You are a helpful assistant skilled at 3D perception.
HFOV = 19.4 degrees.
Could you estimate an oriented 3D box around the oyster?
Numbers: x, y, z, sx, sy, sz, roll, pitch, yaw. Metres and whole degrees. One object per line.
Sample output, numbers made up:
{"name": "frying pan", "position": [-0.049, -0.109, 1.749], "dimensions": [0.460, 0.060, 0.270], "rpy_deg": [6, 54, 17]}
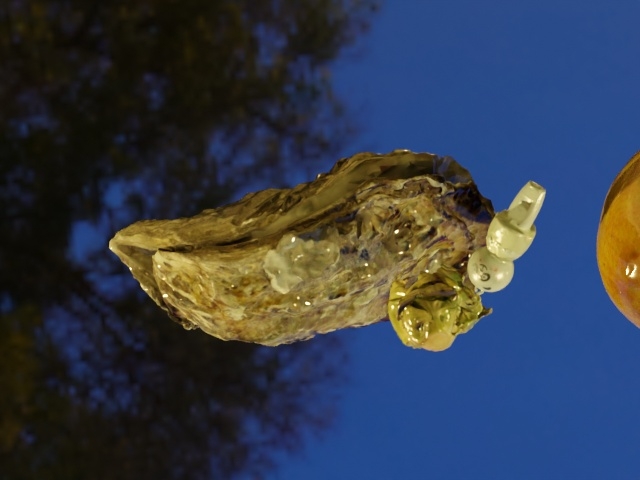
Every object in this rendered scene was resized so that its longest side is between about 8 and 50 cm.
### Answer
{"name": "oyster", "position": [-0.004, 0.004, 1.601], "dimensions": [0.351, 0.162, 0.158], "rpy_deg": [-5, -167, -20]}

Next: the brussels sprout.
{"name": "brussels sprout", "position": [0.088, 0.053, 1.429], "dimensions": [0.085, 0.085, 0.058], "rpy_deg": [0, -131, 8]}

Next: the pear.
{"name": "pear", "position": [0.332, -0.002, 1.641], "dimensions": [0.200, 0.200, 0.200], "rpy_deg": [-3, -152, 2]}

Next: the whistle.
{"name": "whistle", "position": [0.137, 0.000, 1.375], "dimensions": [0.035, 0.100, 0.035], "rpy_deg": [21, -151, -12]}
